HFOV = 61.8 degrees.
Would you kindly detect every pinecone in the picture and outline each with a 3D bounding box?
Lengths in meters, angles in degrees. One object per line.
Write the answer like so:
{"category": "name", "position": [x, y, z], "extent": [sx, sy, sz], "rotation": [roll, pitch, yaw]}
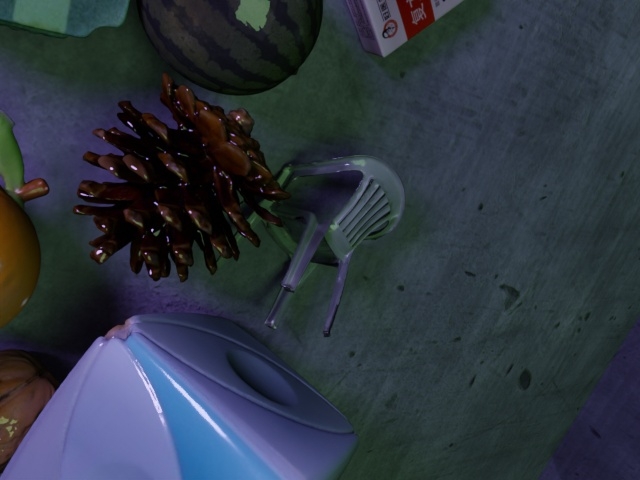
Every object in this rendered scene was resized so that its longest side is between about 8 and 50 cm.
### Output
{"category": "pinecone", "position": [-0.184, -0.067, 0.679], "extent": [0.264, 0.264, 0.264], "rotation": [-16, 125, -25]}

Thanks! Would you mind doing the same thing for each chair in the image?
{"category": "chair", "position": [0.000, 0.000, 0.878], "extent": [0.203, 0.191, 0.274], "rotation": [53, 55, -42]}

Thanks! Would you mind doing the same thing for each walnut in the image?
{"category": "walnut", "position": [-0.457, 0.244, 0.746], "extent": [0.184, 0.155, 0.155], "rotation": [-37, 131, -10]}

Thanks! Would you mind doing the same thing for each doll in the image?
{"category": "doll", "position": [-0.400, -0.007, 0.605], "extent": [0.236, 0.213, 0.213], "rotation": [-44, 133, -21]}

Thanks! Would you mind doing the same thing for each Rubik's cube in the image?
{"category": "Rubik's cube", "position": [-0.187, 0.334, 0.774], "extent": [0.352, 0.352, 0.347], "rotation": [-51, 165, 3]}

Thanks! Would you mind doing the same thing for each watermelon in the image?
{"category": "watermelon", "position": [-0.100, -0.274, 0.621], "extent": [0.212, 0.212, 0.212], "rotation": [-16, 125, -25]}

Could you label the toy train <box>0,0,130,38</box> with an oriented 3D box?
{"category": "toy train", "position": [-0.304, -0.322, 0.479], "extent": [0.299, 0.167, 0.238], "rotation": [-1, 123, -45]}

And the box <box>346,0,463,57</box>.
{"category": "box", "position": [0.100, -0.465, 0.735], "extent": [0.214, 0.069, 0.353], "rotation": [-38, 130, -8]}
